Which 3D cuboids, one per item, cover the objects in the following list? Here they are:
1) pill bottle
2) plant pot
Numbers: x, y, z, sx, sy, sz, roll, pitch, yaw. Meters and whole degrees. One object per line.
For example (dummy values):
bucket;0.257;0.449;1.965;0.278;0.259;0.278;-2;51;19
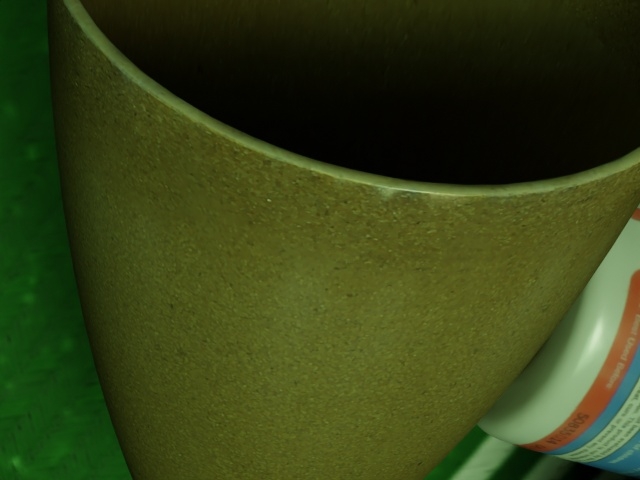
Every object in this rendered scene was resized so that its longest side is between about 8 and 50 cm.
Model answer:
pill bottle;0.181;0.053;0.839;0.221;0.124;0.124;18;114;-20
plant pot;0.000;0.000;0.760;0.237;0.237;0.254;6;130;-9
